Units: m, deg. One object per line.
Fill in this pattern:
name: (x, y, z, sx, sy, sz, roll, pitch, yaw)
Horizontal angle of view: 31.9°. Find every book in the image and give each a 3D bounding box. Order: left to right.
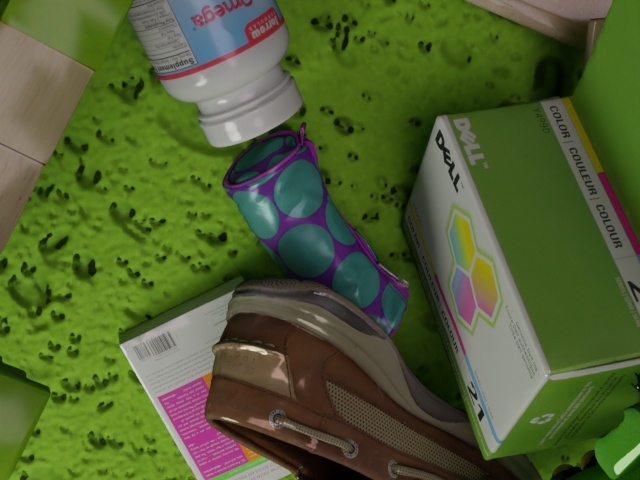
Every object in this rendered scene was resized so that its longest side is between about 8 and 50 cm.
book: (-0.067, 0.109, 0.791, 0.096, 0.035, 0.144, -25, 110, -2)

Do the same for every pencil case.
pencil case: (0.000, 0.000, 0.756, 0.070, 0.064, 0.151, -30, 112, 14)

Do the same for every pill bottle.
pill bottle: (-0.073, -0.142, 0.684, 0.087, 0.087, 0.160, -28, 111, -4)

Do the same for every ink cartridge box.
ink cartridge box: (0.139, -0.011, 0.658, 0.097, 0.189, 0.255, -10, 150, -13)

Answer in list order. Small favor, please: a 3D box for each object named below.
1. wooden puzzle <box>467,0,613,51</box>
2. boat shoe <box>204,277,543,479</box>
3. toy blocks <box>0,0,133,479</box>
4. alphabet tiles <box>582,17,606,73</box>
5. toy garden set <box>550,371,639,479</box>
wooden puzzle: (0.142, -0.306, 0.690, 0.348, 0.080, 0.322, 19, 101, -18)
boat shoe: (0.039, 0.156, 0.757, 0.324, 0.123, 0.116, 41, 59, -26)
toy blocks: (-0.240, 0.010, 0.612, 0.191, 0.261, 0.381, 26, 92, -18)
alphabet tiles: (0.255, -0.049, 0.802, 0.198, 0.009, 0.237, -11, 117, -27)
toy garden set: (0.180, 0.144, 0.692, 0.204, 0.049, 0.244, -12, 144, -40)
